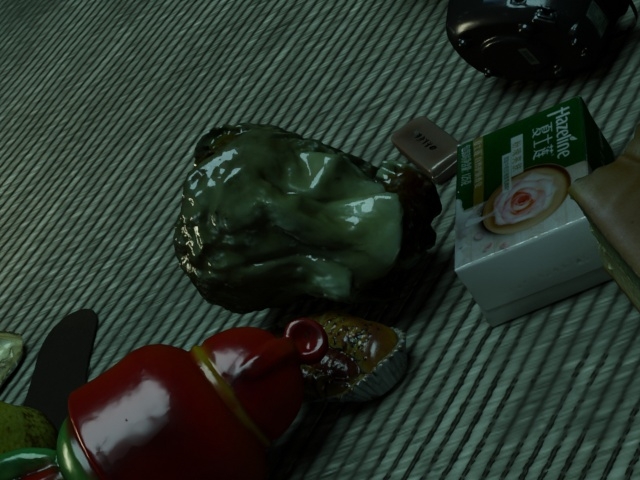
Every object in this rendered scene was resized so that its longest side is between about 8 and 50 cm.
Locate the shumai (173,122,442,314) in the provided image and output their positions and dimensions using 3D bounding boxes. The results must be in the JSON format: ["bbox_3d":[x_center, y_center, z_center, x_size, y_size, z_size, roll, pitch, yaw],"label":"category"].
[{"bbox_3d":[-0.001,-0.001,1.697,0.218,0.256,0.189,19,96,34],"label":"shumai"}]

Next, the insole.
[{"bbox_3d":[-0.288,0.179,1.910,0.111,0.007,0.327,-25,31,17],"label":"insole"}]

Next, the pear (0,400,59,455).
[{"bbox_3d":[-0.346,0.238,1.707,0.197,0.197,0.197,-26,31,17],"label":"pear"}]

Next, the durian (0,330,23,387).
[{"bbox_3d":[-0.385,0.157,2.027,0.066,0.052,0.130,23,60,13],"label":"durian"}]

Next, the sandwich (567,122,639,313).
[{"bbox_3d":[0.287,0.007,1.433,0.186,0.108,0.220,7,52,43],"label":"sandwich"}]

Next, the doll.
[{"bbox_3d":[-0.142,0.187,1.575,0.363,0.160,0.182,-38,74,-4],"label":"doll"}]

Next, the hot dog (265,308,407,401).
[{"bbox_3d":[0.001,0.107,1.662,0.192,0.053,0.099,10,49,50],"label":"hot dog"}]

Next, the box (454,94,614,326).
[{"bbox_3d":[0.198,-0.030,1.625,0.135,0.081,0.199,-24,34,21],"label":"box"}]

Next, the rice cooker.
[{"bbox_3d":[0.222,-0.235,1.829,0.203,0.142,0.118,-5,54,43],"label":"rice cooker"}]

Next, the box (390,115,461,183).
[{"bbox_3d":[0.114,-0.097,1.861,0.048,0.025,0.115,-39,30,-1],"label":"box"}]
